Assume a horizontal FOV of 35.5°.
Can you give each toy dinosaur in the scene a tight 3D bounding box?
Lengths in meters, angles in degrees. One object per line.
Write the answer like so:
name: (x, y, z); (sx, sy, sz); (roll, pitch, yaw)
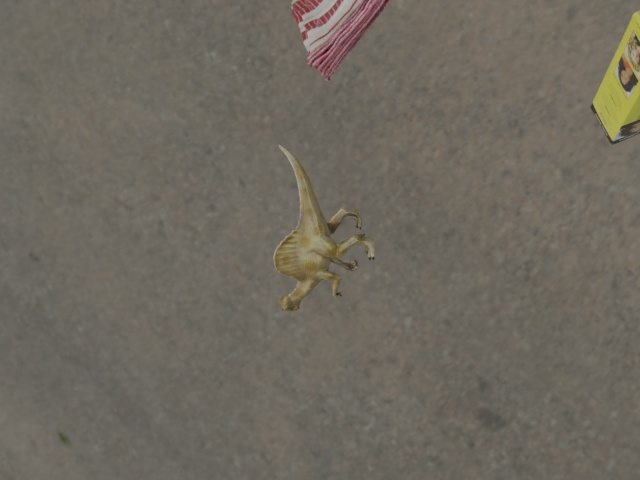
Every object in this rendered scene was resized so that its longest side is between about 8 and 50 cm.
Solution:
toy dinosaur: (0.000, 0.000, 0.936); (0.053, 0.093, 0.183); (-125, 33, -53)

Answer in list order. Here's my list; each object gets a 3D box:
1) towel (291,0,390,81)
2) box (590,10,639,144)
towel: (0.049, -0.359, 1.317); (0.037, 0.329, 0.237); (32, 109, -21)
box: (0.349, -0.176, 1.036); (0.232, 0.087, 0.058); (76, 171, -74)
